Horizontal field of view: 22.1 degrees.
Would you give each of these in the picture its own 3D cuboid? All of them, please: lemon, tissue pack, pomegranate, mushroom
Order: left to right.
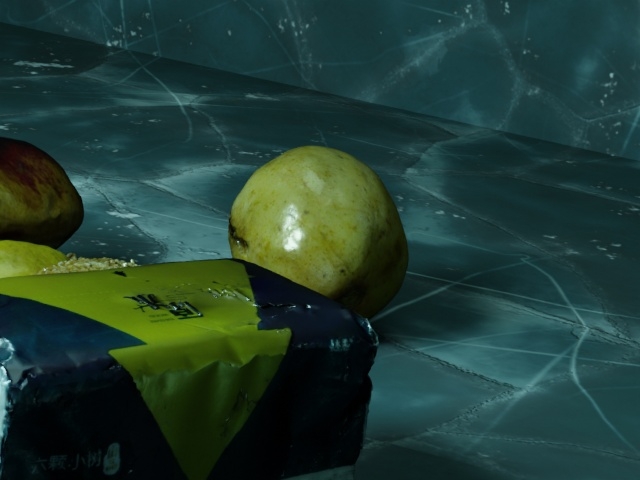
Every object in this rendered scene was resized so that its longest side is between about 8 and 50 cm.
[{"bbox_3d":[-0.472,0.004,2.160,0.345,0.259,0.345,-17,-8,-2],"label":"mushroom"},{"bbox_3d":[-0.374,0.080,2.001,0.207,0.170,0.170,5,15,-29],"label":"lemon"},{"bbox_3d":[-0.182,0.169,1.625,0.417,0.253,0.264,-4,19,-34],"label":"tissue pack"},{"bbox_3d":[0.000,0.000,2.230,0.260,0.260,0.260,5,17,-2],"label":"pomegranate"}]

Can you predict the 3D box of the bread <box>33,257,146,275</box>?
[{"bbox_3d":[-0.242,0.105,1.875,0.314,0.171,0.192,2,53,-26],"label":"bread"}]
